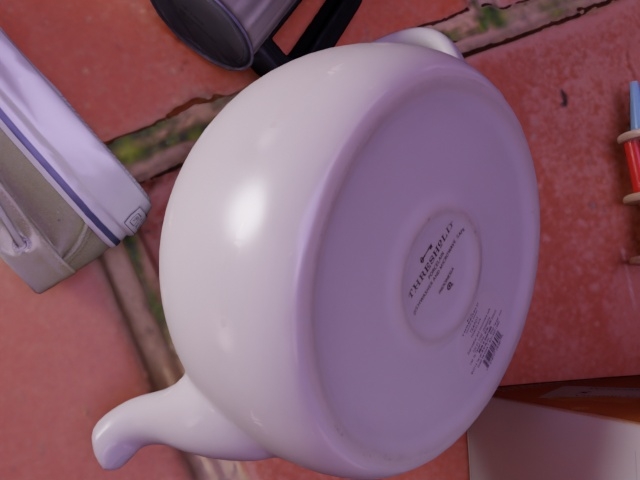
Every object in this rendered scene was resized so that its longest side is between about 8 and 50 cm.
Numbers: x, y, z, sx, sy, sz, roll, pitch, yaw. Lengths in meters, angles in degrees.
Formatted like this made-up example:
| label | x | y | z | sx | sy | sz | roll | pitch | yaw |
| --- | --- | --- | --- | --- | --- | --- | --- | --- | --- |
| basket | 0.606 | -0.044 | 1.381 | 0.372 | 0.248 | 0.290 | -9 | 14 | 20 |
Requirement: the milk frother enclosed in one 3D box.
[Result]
| label | x | y | z | sx | sy | sz | roll | pitch | yaw |
| --- | --- | --- | --- | --- | --- | --- | --- | --- | --- |
| milk frother | -0.014 | -0.179 | 0.474 | 0.129 | 0.143 | 0.135 | 39 | 73 | -17 |

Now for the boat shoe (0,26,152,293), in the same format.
| label | x | y | z | sx | sy | sz | roll | pitch | yaw |
| --- | --- | --- | --- | --- | --- | --- | --- | --- | --- |
| boat shoe | -0.229 | -0.098 | 0.423 | 0.094 | 0.109 | 0.302 | -45 | 100 | -14 |

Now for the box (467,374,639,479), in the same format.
| label | x | y | z | sx | sy | sz | roll | pitch | yaw |
| --- | --- | --- | --- | --- | --- | --- | --- | --- | --- |
| box | 0.257 | 0.172 | 0.412 | 0.214 | 0.345 | 0.168 | -1 | 84 | -17 |

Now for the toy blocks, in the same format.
| label | x | y | z | sx | sy | sz | roll | pitch | yaw |
| --- | --- | --- | --- | --- | --- | --- | --- | --- | --- |
| toy blocks | 0.300 | -0.056 | 0.603 | 0.123 | 0.054 | 0.148 | -2 | 84 | -16 |

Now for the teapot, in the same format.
| label | x | y | z | sx | sy | sz | roll | pitch | yaw |
| --- | --- | --- | --- | --- | --- | --- | --- | --- | --- |
| teapot | 0.000 | 0.000 | 0.447 | 0.256 | 0.187 | 0.253 | -14 | 109 | -43 |
